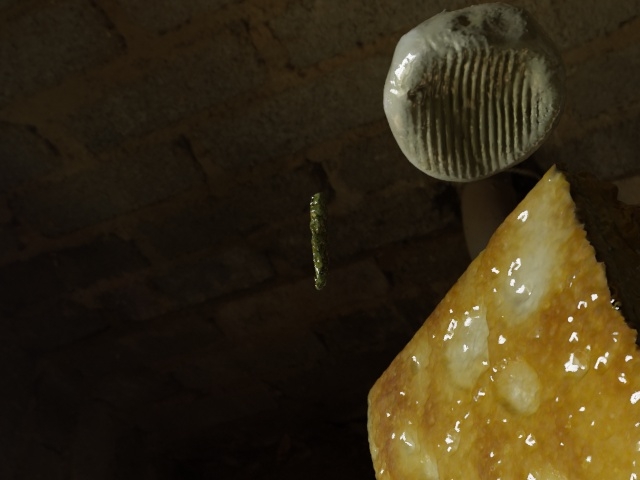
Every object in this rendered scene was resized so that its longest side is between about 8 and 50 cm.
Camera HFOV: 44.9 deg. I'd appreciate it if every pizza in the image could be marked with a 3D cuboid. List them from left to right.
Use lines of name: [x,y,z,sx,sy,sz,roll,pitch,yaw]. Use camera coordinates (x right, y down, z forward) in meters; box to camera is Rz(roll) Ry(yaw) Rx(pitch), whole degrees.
pizza: [0.108,0.133,0.405,0.257,0.087,0.268,-90,25,-45]

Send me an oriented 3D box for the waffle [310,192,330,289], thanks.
waffle: [0.000,0.000,1.545,0.036,0.183,0.169,-3,26,3]

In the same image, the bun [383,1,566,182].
bun: [0.184,-0.186,0.942,0.231,0.231,0.133,-19,36,17]
